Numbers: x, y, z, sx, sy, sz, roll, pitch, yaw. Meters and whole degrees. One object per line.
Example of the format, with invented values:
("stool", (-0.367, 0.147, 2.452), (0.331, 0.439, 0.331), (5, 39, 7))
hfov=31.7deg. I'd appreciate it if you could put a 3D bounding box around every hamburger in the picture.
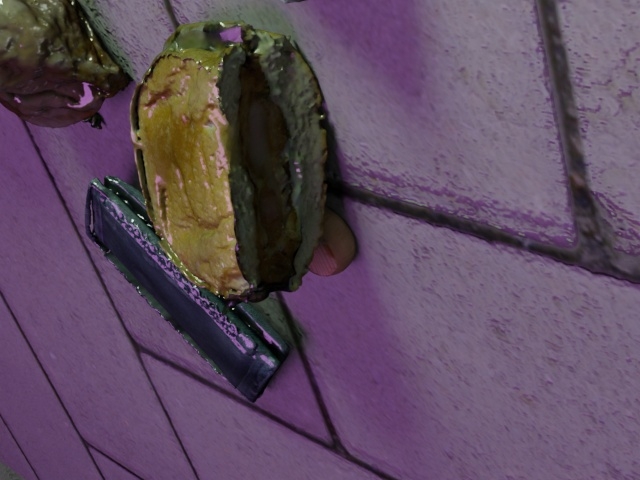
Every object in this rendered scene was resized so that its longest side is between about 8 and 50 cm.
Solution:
("hamburger", (-0.106, -0.086, 1.171), (0.211, 0.132, 0.309), (21, 127, 45))

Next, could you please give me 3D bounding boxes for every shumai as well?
("shumai", (-0.374, -0.211, 1.331), (0.184, 0.185, 0.218), (-30, 99, 46))

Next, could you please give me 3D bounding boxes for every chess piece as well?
("chess piece", (0.000, 0.000, 1.238), (0.083, 0.038, 0.084), (33, 145, 28))

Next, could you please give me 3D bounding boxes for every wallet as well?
("wallet", (-0.182, 0.066, 1.535), (0.342, 0.075, 0.237), (44, 157, 6))

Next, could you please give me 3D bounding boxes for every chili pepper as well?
("chili pepper", (-0.317, -0.177, 1.489), (0.083, 0.022, 0.027), (43, 117, 14))

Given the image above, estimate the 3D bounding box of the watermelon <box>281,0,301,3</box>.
("watermelon", (-0.062, -0.312, 0.932), (0.241, 0.094, 0.154), (34, 140, 31))
